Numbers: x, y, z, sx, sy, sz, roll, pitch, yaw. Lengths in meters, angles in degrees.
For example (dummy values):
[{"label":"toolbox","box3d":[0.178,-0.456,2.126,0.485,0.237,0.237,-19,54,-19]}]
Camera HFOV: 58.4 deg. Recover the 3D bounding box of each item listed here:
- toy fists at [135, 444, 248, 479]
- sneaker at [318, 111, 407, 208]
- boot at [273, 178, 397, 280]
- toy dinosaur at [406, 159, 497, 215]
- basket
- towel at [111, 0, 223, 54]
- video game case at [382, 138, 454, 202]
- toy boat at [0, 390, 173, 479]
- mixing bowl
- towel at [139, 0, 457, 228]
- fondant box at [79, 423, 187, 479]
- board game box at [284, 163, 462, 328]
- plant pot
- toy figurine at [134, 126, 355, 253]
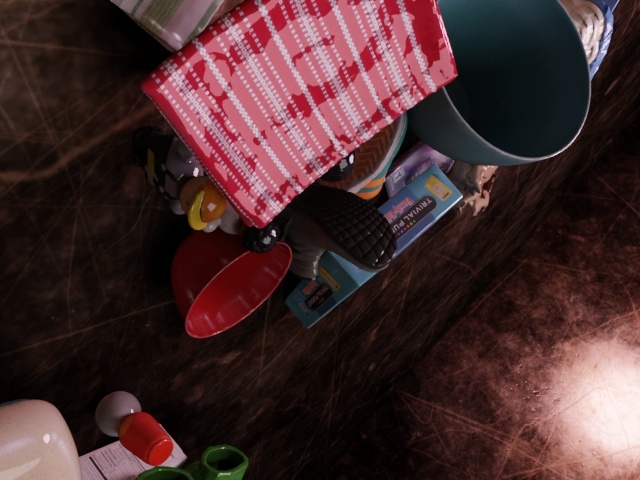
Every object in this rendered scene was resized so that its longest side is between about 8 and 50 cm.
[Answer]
[{"label":"toy fists","box3d":[-0.248,0.456,1.006,0.279,0.096,0.142,9,107,-61]},{"label":"sneaker","box3d":[0.055,-0.106,0.934,0.121,0.108,0.302,-17,148,-52]},{"label":"boot","box3d":[0.000,0.000,0.818,0.083,0.246,0.161,-32,146,-33]},{"label":"toy dinosaur","box3d":[0.303,-0.154,1.107,0.200,0.127,0.296,-33,163,-29]},{"label":"basket","box3d":[0.432,-0.368,1.054,0.288,0.201,0.255,-23,147,-23]},{"label":"towel","box3d":[-0.140,-0.245,0.503,0.113,0.023,0.152,-54,153,4]},{"label":"video game case","box3d":[0.242,-0.143,1.214,0.274,0.026,0.196,-41,136,-17]},{"label":"toy boat","box3d":[-0.362,0.304,0.764,0.318,0.148,0.268,-15,121,-48]},{"label":"mixing bowl","box3d":[-0.140,0.039,0.798,0.181,0.098,0.181,-39,158,-19]},{"label":"towel","box3d":[0.000,-0.150,0.530,0.274,0.031,0.199,-38,136,-5]},{"label":"fondant box","box3d":[-0.415,0.476,0.972,0.330,0.096,0.238,-4,129,-56]},{"label":"board game box","box3d":[0.082,0.026,1.051,0.253,0.079,0.336,-38,174,-24]},{"label":"plant pot","box3d":[0.237,-0.241,0.890,0.290,0.290,0.195,-38,-172,-24]},{"label":"toy figurine","box3d":[-0.079,-0.095,0.659,0.210,0.148,0.213,-49,156,-2]}]
